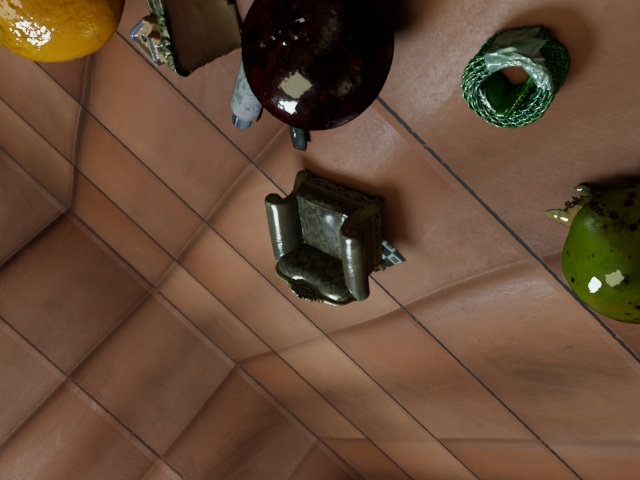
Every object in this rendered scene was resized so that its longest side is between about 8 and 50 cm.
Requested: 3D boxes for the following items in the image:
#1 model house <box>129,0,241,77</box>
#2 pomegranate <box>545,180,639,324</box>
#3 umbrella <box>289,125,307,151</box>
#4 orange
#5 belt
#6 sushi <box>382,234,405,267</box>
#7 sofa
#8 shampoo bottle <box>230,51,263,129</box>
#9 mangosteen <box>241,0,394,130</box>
[{"bbox_3d":[-0.265,-0.416,1.191,0.172,0.166,0.183,26,139,35],"label":"model house"},{"bbox_3d":[0.410,0.014,0.917,0.246,0.198,0.198,12,142,50],"label":"pomegranate"},{"bbox_3d":[-0.046,-0.231,1.320,0.036,0.031,0.133,4,143,11],"label":"umbrella"},{"bbox_3d":[-0.526,-0.493,1.261,0.312,0.312,0.312,31,152,19],"label":"orange"},{"bbox_3d":[0.256,-0.213,0.894,0.121,0.079,0.151,46,153,-10],"label":"belt"},{"bbox_3d":[0.095,0.028,1.527,0.139,0.031,0.201,45,153,-8],"label":"sushi"},{"bbox_3d":[0.000,0.000,1.409,0.258,0.182,0.200,25,139,32],"label":"sofa"},{"bbox_3d":[-0.138,-0.291,1.309,0.072,0.072,0.214,40,154,2],"label":"shampoo bottle"},{"bbox_3d":[0.005,-0.275,1.010,0.235,0.236,0.261,28,-176,25],"label":"mangosteen"}]
